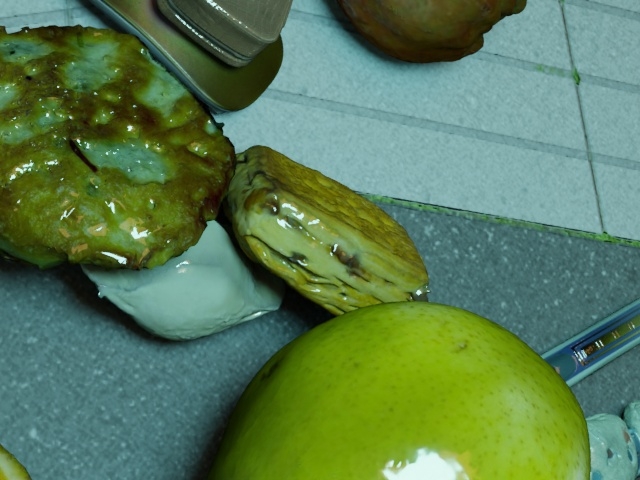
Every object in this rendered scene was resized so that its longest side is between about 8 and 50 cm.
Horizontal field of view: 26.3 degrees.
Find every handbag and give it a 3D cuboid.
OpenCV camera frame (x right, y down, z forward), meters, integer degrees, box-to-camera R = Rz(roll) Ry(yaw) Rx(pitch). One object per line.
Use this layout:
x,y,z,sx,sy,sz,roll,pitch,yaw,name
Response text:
-0.101,-0.301,1.525,0.151,0.072,0.193,30,54,-24,handbag

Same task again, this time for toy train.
0.310,0.143,1.650,0.252,0.048,0.055,-27,84,-27,toy train

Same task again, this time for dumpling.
-0.149,0.022,1.467,0.215,0.126,0.166,-10,51,-11,dumpling

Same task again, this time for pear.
0.072,0.242,1.350,0.418,0.362,0.362,-22,83,-32,pear

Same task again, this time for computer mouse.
-0.175,-0.279,1.558,0.310,0.072,0.158,42,55,-5,computer mouse

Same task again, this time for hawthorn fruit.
0.133,-0.341,1.622,0.258,0.258,0.262,-18,64,-26,hawthorn fruit

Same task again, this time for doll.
0.322,0.259,1.608,0.214,0.071,0.104,-25,93,-34,doll

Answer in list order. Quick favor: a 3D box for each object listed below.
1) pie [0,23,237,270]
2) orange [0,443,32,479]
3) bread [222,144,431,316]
-0.257,-0.097,1.416,0.288,0.103,0.354,-32,67,-35,pie
-0.404,0.268,1.206,0.310,0.274,0.274,-14,77,17,orange
0.000,0.000,1.493,0.235,0.210,0.099,29,104,-19,bread
